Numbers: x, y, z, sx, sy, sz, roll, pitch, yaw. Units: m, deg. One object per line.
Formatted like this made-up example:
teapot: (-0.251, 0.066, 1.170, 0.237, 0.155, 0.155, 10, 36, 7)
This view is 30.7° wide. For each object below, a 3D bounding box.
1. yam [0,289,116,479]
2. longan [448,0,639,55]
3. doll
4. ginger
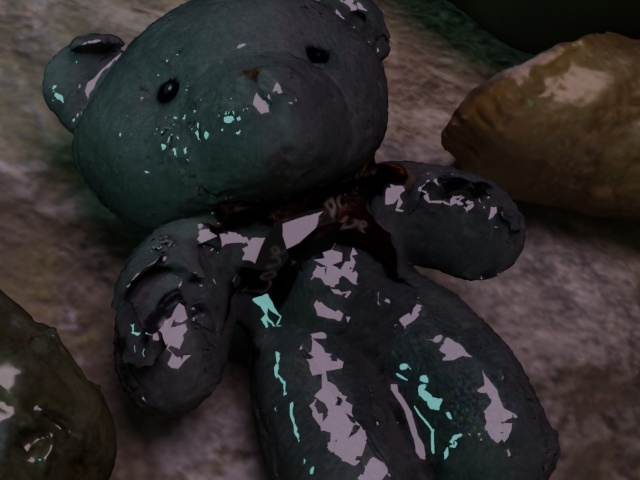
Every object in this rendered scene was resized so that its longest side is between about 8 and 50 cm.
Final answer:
yam: (-0.238, 0.027, 0.514, 0.330, 0.133, 0.133, 30, 45, 1)
longan: (0.182, -0.291, 0.870, 0.350, 0.288, 0.288, 32, 45, 25)
doll: (0.000, -0.006, 0.605, 0.245, 0.158, 0.340, -17, 59, -18)
ginger: (0.248, -0.068, 0.786, 0.353, 0.126, 0.190, 4, 58, -14)
